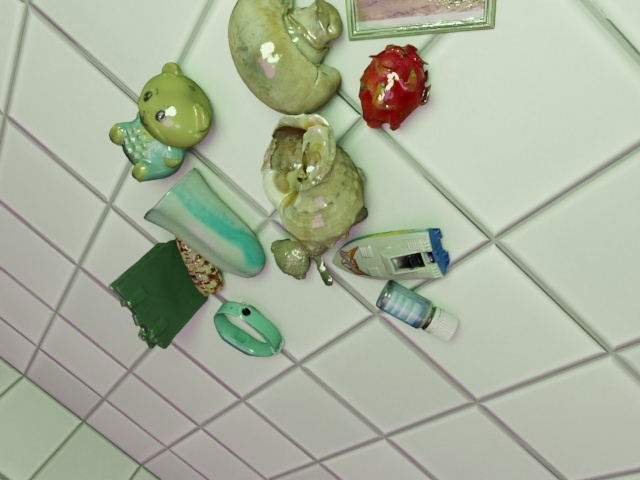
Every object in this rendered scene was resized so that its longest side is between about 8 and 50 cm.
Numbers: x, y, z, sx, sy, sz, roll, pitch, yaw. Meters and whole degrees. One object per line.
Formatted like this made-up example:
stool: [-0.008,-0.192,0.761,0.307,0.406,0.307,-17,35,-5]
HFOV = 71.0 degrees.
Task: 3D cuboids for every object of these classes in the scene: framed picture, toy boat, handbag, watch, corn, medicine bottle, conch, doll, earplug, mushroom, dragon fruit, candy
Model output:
framed picture: [0.165,-0.468,0.777,0.275,0.017,0.216,4,123,23]
toy boat: [0.151,0.042,1.090,0.296,0.088,0.129,-6,118,36]
handbag: [-0.473,0.157,1.341,0.079,0.260,0.247,-5,122,29]
watch: [-0.231,0.290,1.438,0.237,0.068,0.195,36,136,-4]
corn: [-0.364,0.051,1.332,0.086,0.086,0.253,-3,120,26]
medicine bottle: [0.247,0.181,1.144,0.203,0.083,0.083,27,129,5]
conch: [-0.015,-0.140,0.979,0.263,0.186,0.323,35,133,21]
doll: [-0.363,-0.271,1.059,0.261,0.162,0.176,-39,80,40]
earplug: [-0.283,-0.017,1.203,0.324,0.185,0.185,45,129,-17]
mushroom: [-0.065,-0.355,0.850,0.195,0.188,0.253,-21,117,36]
doll: [-0.013,-0.012,1.138,0.203,0.091,0.285,30,120,13]
dragon fruit: [0.132,-0.281,0.847,0.136,0.133,0.165,29,128,-5]
candy: [-0.219,0.223,1.426,0.083,0.020,0.030,36,146,-5]
